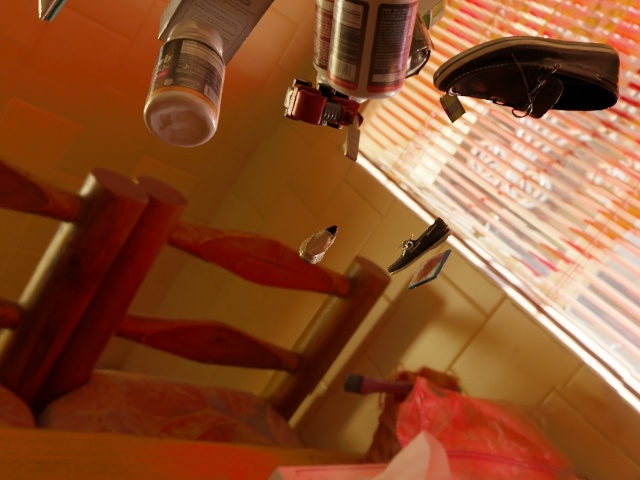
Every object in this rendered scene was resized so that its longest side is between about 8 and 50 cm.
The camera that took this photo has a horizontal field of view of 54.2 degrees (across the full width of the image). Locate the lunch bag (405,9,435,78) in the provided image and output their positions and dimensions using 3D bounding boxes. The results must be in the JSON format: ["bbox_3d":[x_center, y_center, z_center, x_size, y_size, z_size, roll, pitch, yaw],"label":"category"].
[{"bbox_3d":[0.276,-0.707,2.149,0.287,0.169,0.235,134,-68,-80],"label":"lunch bag"}]

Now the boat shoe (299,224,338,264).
[{"bbox_3d":[0.000,0.000,1.718,0.068,0.072,0.190,39,29,-1],"label":"boat shoe"}]

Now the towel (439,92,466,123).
[{"bbox_3d":[0.352,-0.361,1.672,0.009,0.060,0.083,-16,76,-36],"label":"towel"}]

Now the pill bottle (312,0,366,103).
[{"bbox_3d":[0.088,-0.662,2.047,0.224,0.392,0.224,2,39,-2],"label":"pill bottle"}]

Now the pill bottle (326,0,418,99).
[{"bbox_3d":[0.136,-0.565,1.592,0.210,0.363,0.210,5,35,-3],"label":"pill bottle"}]

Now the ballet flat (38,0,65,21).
[{"bbox_3d":[-0.610,-0.736,1.557,0.139,0.400,0.139,42,10,-9],"label":"ballet flat"}]

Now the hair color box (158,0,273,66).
[{"bbox_3d":[-0.228,-0.616,1.540,0.185,0.374,0.113,23,42,-31],"label":"hair color box"}]

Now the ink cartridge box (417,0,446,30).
[{"bbox_3d":[0.353,-0.897,2.484,0.189,0.255,0.097,27,-32,25],"label":"ink cartridge box"}]

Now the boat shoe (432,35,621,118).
[{"bbox_3d":[0.523,-0.391,1.543,0.500,0.156,0.187,-3,-17,-14],"label":"boat shoe"}]

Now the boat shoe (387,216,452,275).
[{"bbox_3d":[0.313,0.021,2.060,0.079,0.254,0.095,50,22,-2],"label":"boat shoe"}]

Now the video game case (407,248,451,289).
[{"bbox_3d":[0.356,0.096,2.053,0.015,0.119,0.166,39,-28,-7],"label":"video game case"}]

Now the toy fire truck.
[{"bbox_3d":[0.027,-0.350,1.807,0.217,0.158,0.246,6,23,-30],"label":"toy fire truck"}]

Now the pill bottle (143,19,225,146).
[{"bbox_3d":[-0.304,-0.364,1.436,0.162,0.162,0.278,25,49,-31],"label":"pill bottle"}]
